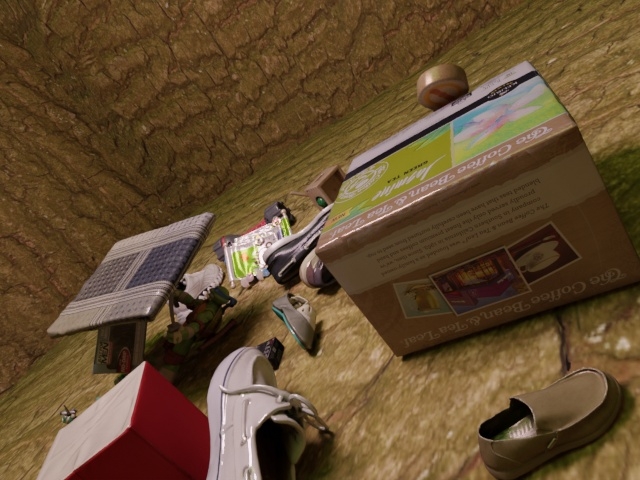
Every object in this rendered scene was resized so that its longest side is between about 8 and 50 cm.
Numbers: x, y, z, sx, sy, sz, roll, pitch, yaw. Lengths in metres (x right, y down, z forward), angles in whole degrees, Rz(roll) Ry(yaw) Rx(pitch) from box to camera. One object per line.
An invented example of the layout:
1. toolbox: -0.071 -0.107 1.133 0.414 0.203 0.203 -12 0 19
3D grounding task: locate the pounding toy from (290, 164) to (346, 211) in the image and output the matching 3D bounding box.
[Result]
1. pounding toy: 0.011 -0.146 1.373 0.141 0.130 0.100 -48 21 -27

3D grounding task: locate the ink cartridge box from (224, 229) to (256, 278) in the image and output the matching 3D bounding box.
1. ink cartridge box: -0.215 0.042 1.402 0.143 0.089 0.092 -36 19 3

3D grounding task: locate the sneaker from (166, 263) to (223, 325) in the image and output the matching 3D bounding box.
1. sneaker: -0.411 0.147 1.476 0.110 0.118 0.292 -32 18 22

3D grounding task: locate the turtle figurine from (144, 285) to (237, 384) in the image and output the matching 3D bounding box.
1. turtle figurine: -0.362 0.199 1.087 0.198 0.275 0.266 31 91 35

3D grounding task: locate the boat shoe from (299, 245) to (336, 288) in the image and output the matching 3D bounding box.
1. boat shoe: 0.072 -0.004 0.995 0.285 0.102 0.092 -48 26 -16

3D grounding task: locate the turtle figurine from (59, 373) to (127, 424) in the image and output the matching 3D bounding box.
1. turtle figurine: -0.520 0.404 1.081 0.175 0.118 0.234 -27 1 -14

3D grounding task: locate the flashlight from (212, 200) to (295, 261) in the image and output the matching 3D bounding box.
1. flashlight: -0.241 -0.030 1.583 0.304 0.103 0.103 -35 -15 21

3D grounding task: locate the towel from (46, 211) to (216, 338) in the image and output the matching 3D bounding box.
1. towel: -0.409 0.080 1.001 0.325 0.056 0.312 -13 38 27

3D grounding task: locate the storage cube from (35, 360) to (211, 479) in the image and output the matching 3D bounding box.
1. storage cube: -0.273 0.339 0.671 0.184 0.193 0.215 -39 18 -3

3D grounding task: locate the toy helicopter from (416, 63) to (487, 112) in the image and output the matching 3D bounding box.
1. toy helicopter: 0.274 -0.219 0.856 0.235 0.355 0.140 -8 72 23

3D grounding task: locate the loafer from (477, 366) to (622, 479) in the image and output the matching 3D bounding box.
1. loafer: 0.211 0.166 0.421 0.148 0.050 0.056 -38 19 1

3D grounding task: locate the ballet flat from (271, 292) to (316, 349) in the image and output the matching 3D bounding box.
1. ballet flat: -0.045 0.147 0.891 0.068 0.072 0.213 -37 18 -10

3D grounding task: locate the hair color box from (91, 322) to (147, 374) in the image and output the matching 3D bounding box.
1. hair color box: -0.538 0.251 1.227 0.374 0.114 0.185 156 117 -66

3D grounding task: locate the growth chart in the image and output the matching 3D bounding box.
1. growth chart: -0.177 0.031 1.313 0.238 0.021 0.171 -27 65 6

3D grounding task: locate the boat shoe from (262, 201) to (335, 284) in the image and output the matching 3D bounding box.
1. boat shoe: 0.000 0.000 1.127 0.303 0.091 0.114 -36 -25 8

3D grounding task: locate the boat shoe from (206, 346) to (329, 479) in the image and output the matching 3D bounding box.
1. boat shoe: -0.062 0.252 0.584 0.157 0.135 0.367 -34 22 12

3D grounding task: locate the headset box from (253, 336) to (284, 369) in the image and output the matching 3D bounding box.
1. headset box: -0.117 0.233 0.879 0.083 0.032 0.062 -31 20 22

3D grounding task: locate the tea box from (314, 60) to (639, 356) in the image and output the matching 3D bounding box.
1. tea box: 0.212 -0.053 0.663 0.329 0.220 0.323 -27 23 27
